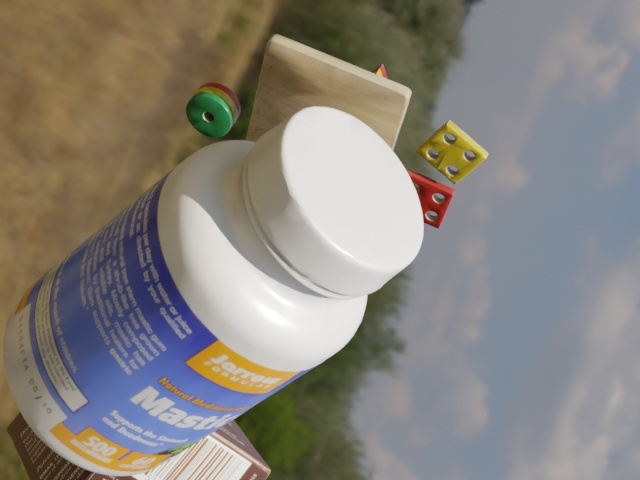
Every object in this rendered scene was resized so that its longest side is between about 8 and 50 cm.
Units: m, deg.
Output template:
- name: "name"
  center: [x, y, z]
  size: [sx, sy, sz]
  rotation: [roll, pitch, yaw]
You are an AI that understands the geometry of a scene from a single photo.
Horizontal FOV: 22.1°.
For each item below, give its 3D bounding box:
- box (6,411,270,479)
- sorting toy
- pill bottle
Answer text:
- name: "box"
  center: [-0.191, 0.217, 1.691]
  size: [0.167, 0.168, 0.203]
  rotation: [-51, -148, 2]
- name: "sorting toy"
  center: [0.018, -0.112, 1.462]
  size: [0.046, 0.275, 0.132]
  rotation: [-59, 168, -45]
- name: "pill bottle"
  center: [-0.067, 0.032, 1.030]
  size: [0.272, 0.152, 0.152]
  rotation: [-35, -158, 38]
